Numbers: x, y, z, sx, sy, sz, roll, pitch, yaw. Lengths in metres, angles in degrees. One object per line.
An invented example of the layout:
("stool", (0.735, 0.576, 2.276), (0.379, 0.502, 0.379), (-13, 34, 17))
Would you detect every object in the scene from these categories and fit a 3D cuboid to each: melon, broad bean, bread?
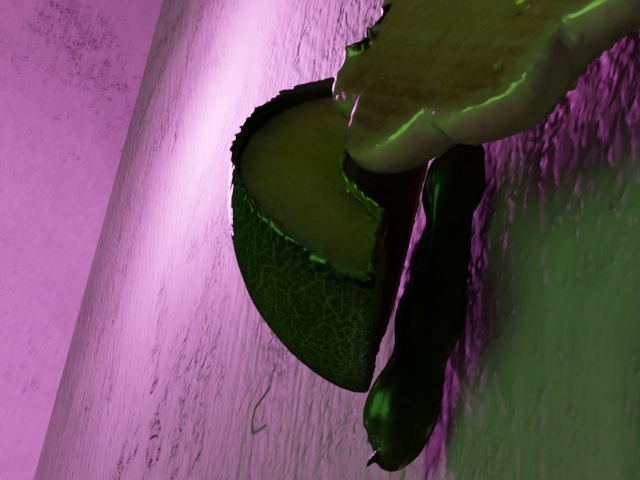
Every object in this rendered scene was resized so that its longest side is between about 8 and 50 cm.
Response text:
("melon", (0.000, 0.000, 0.838), (0.265, 0.129, 0.169), (-68, -14, -54))
("broad bean", (0.075, 0.033, 0.798), (0.053, 0.052, 0.256), (133, 154, -65))
("bread", (0.128, -0.168, 0.737), (0.316, 0.054, 0.316), (-39, 26, 23))
